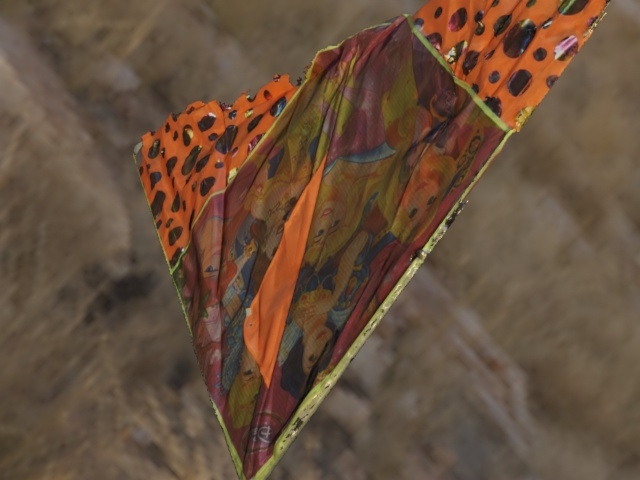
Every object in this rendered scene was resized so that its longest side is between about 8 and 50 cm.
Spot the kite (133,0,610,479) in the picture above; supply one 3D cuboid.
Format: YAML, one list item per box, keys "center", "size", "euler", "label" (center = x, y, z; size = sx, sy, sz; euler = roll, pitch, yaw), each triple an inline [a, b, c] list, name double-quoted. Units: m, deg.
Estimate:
- center: [-0.001, 0.000, 0.411]
  size: [0.008, 0.222, 0.125]
  euler: [28, 60, -28]
  label: "kite"
